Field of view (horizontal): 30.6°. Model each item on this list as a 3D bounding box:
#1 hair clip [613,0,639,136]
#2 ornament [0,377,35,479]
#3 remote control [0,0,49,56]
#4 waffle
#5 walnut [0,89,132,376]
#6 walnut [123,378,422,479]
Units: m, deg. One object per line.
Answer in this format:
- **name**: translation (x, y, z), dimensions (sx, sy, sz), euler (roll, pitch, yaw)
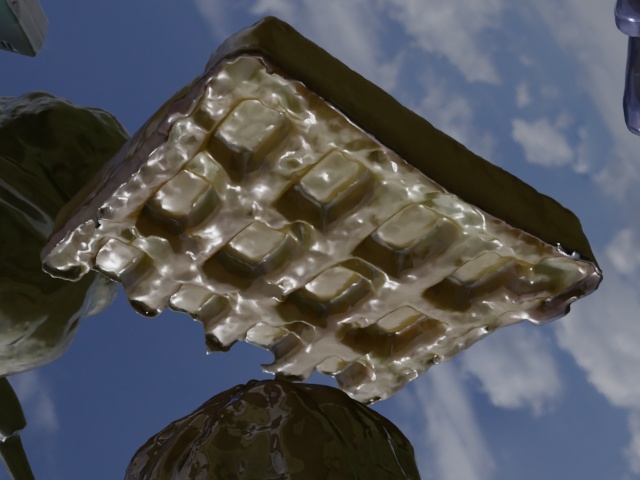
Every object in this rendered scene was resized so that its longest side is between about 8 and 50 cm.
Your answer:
- **hair clip**: translation (0.153, -0.157, 0.507), dimensions (0.137, 0.090, 0.278), euler (74, -170, -51)
- **ornament**: translation (-0.394, 0.190, 1.304), dimensions (0.230, 0.061, 0.245), euler (-17, -101, -43)
- **remote control**: translation (-0.330, -0.250, 0.978), dimensions (0.344, 0.145, 0.050), euler (100, -175, -76)
- **waffle**: translation (0.000, 0.000, 0.905), dimensions (0.348, 0.304, 0.078), euler (29, -135, -26)
- **walnut**: translation (-0.319, -0.015, 1.170), dimensions (0.282, 0.276, 0.253), euler (-37, -43, -48)
- **walnut**: translation (-0.021, 0.191, 0.636), dimensions (0.198, 0.198, 0.245), euler (26, -126, -45)
